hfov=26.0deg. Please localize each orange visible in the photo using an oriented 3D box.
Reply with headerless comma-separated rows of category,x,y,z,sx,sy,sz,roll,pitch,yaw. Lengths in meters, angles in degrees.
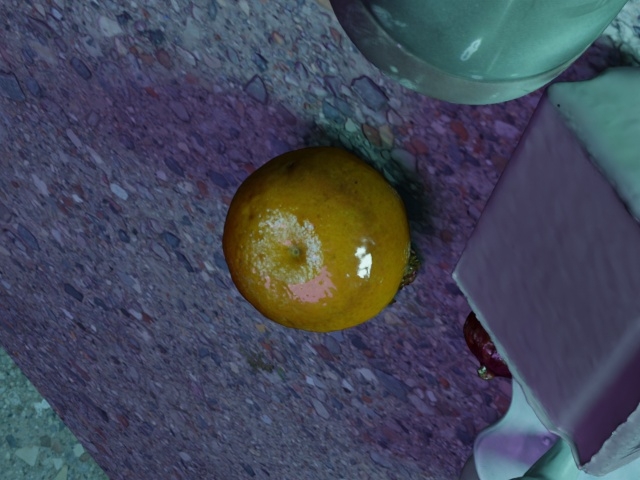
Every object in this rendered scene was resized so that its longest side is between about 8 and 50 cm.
orange,0.000,0.000,1.594,0.224,0.170,0.224,5,102,28

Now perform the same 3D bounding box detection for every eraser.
eraser,0.271,0.035,1.290,0.272,0.122,0.359,59,158,22

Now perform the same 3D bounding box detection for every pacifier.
pacifier,0.267,0.266,1.517,0.238,0.226,0.287,39,134,15

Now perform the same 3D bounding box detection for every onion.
onion,0.212,0.118,1.591,0.107,0.097,0.107,40,-178,-1

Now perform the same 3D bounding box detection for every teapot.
teapot,0.139,-0.295,0.977,0.312,0.233,0.315,131,129,-69

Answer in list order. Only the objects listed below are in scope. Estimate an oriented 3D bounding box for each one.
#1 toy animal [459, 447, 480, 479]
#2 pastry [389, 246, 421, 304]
toy animal,0.310,0.352,1.726,0.325,0.154,0.208,22,152,27
pastry,0.064,0.046,1.718,0.087,0.063,0.169,39,152,3
